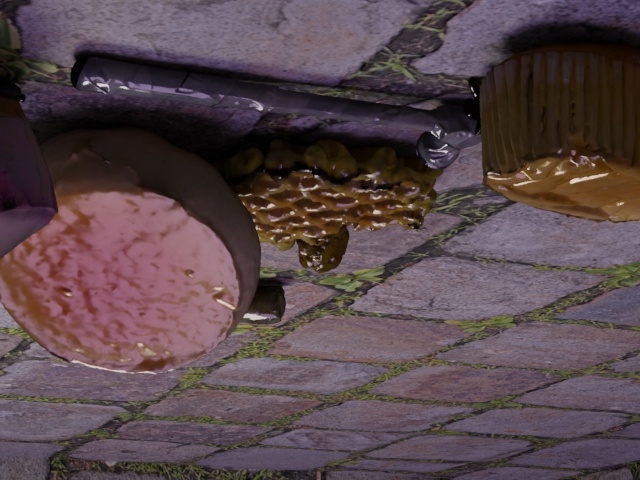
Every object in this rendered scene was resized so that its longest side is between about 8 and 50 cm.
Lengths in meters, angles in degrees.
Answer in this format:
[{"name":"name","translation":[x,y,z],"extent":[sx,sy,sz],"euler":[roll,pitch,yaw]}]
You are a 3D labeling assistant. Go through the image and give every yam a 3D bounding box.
[{"name":"yam","translation":[-0.177,0.094,2.289],"extent":[0.252,0.061,0.061],"euler":[-2,164,7]}]

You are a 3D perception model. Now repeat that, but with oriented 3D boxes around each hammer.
[{"name":"hammer","translation":[-0.033,-0.130,1.564],"extent":[0.426,0.044,0.152],"euler":[5,162,-17]}]

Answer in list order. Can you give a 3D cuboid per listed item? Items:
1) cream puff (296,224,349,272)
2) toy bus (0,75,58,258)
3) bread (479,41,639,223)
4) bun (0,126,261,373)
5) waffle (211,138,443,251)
[{"name":"cream puff","translation":[0.000,0.000,1.993],"extent":[0.058,0.083,0.083],"euler":[41,-160,30]},{"name":"toy bus","translation":[-0.437,0.004,1.530],"extent":[0.386,0.162,0.171],"euler":[-33,162,20]},{"name":"bread","translation":[0.263,-0.102,1.510],"extent":[0.250,0.133,0.179],"euler":[11,161,-33]},{"name":"bun","translation":[-0.206,-0.008,1.718],"extent":[0.298,0.165,0.299],"euler":[3,130,4]},{"name":"waffle","translation":[-0.010,-0.050,1.812],"extent":[0.281,0.058,0.300],"euler":[13,160,-35]}]
